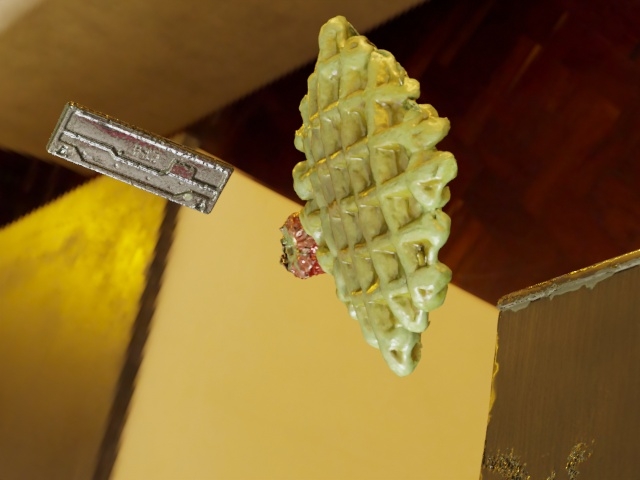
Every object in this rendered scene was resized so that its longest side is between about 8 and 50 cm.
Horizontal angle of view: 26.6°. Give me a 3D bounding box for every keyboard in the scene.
[{"bbox_3d":[-0.152,-0.069,1.148,0.053,0.155,0.010,-58,24,22],"label":"keyboard"}]

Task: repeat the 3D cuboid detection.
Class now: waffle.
[{"bbox_3d":[0.035,-0.034,0.960,0.214,0.054,0.208,-125,30,-44],"label":"waffle"}]

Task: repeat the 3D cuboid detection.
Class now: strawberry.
[{"bbox_3d":[0.000,0.000,1.364,0.073,0.083,0.073,42,139,51],"label":"strawberry"}]

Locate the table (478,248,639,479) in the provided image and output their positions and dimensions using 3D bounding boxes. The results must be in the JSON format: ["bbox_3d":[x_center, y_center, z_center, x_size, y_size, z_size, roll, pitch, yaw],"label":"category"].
[{"bbox_3d":[0.206,0.128,0.757,0.172,0.169,0.193,-24,47,50],"label":"table"}]
